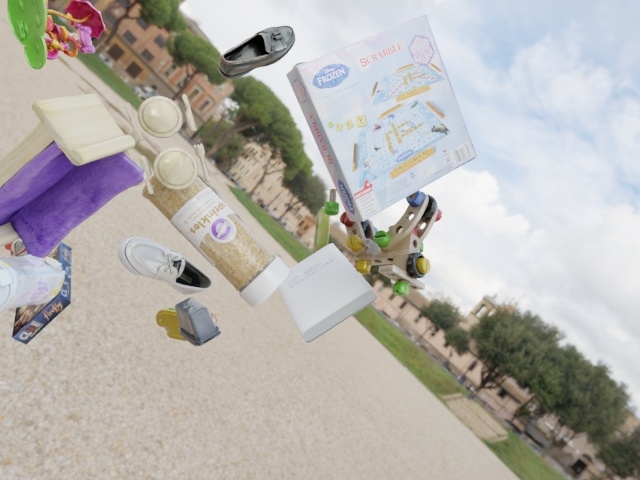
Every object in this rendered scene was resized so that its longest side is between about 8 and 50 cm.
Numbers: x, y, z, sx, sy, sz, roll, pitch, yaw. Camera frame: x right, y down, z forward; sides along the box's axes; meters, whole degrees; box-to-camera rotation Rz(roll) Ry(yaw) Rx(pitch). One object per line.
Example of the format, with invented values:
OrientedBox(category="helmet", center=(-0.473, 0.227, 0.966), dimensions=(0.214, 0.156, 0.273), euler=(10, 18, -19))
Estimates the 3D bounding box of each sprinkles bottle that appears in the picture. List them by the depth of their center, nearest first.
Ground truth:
OrientedBox(category="sprinkles bottle", center=(-0.228, -0.015, 1.138), dimensions=(0.355, 0.121, 0.121), euler=(46, -2, -4))

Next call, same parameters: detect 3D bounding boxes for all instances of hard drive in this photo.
OrientedBox(category="hard drive", center=(0.001, 0.125, 1.349), dimensions=(0.040, 0.203, 0.307), euler=(60, -4, -27))

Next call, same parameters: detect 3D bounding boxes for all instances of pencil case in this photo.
OrientedBox(category="pencil case", center=(-0.613, 0.084, 1.023), dimensions=(0.273, 0.124, 0.114), euler=(174, -91, -83))

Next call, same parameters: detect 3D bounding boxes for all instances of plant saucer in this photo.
OrientedBox(category="plant saucer", center=(0.000, 0.000, 1.657), dimensions=(0.037, 0.241, 0.241), euler=(7, 0, -3))

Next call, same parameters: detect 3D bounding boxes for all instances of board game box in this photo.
OrientedBox(category="board game box", center=(0.136, -0.249, 1.043), dimensions=(0.066, 0.318, 0.318), euler=(6, -58, 65))
OrientedBox(category="board game box", center=(-0.724, 0.130, 1.345), dimensions=(0.042, 0.165, 0.243), euler=(42, 9, -40))

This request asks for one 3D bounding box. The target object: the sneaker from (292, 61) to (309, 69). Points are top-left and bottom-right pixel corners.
OrientedBox(category="sneaker", center=(0.034, -0.323, 1.180), dimensions=(0.227, 0.130, 0.087), euler=(17, 45, -6))

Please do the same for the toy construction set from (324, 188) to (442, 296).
OrientedBox(category="toy construction set", center=(0.168, 0.039, 1.242), dimensions=(0.257, 0.238, 0.309), euler=(-4, -24, 18))

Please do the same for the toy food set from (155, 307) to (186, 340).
OrientedBox(category="toy food set", center=(-0.518, 0.309, 1.950), dimensions=(0.217, 0.128, 0.071), euler=(6, 25, 25))

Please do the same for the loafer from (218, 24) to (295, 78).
OrientedBox(category="loafer", center=(-0.185, -0.575, 1.546), dimensions=(0.096, 0.267, 0.084), euler=(55, -12, 4))

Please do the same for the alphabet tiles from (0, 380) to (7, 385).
OrientedBox(category="alphabet tiles", center=(-0.891, 0.309, 1.181), dimensions=(0.277, 0.021, 0.284), euler=(3, -22, 13))

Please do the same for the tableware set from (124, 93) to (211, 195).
OrientedBox(category="tableware set", center=(-0.308, -0.193, 1.039), dimensions=(0.039, 0.128, 0.194), euler=(-18, -92, 69))

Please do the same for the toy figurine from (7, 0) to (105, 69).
OrientedBox(category="toy figurine", center=(-0.508, -0.425, 1.031), dimensions=(0.159, 0.130, 0.173), euler=(-18, 100, -55))

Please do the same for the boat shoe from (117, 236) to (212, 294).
OrientedBox(category="boat shoe", center=(-0.380, 0.068, 1.293), dimensions=(0.088, 0.096, 0.267), euler=(-5, -33, 33))

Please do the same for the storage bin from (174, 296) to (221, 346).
OrientedBox(category="storage bin", center=(-0.344, 0.217, 1.434), dimensions=(0.135, 0.098, 0.091), euler=(19, -51, 50))

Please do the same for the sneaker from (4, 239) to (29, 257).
OrientedBox(category="sneaker", center=(-0.981, 0.035, 1.722), dimensions=(0.092, 0.088, 0.225), euler=(16, -21, -15))

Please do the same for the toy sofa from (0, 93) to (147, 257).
OrientedBox(category="toy sofa", center=(-0.506, -0.089, 0.930), dimensions=(0.177, 0.362, 0.150), euler=(57, 23, -8))
